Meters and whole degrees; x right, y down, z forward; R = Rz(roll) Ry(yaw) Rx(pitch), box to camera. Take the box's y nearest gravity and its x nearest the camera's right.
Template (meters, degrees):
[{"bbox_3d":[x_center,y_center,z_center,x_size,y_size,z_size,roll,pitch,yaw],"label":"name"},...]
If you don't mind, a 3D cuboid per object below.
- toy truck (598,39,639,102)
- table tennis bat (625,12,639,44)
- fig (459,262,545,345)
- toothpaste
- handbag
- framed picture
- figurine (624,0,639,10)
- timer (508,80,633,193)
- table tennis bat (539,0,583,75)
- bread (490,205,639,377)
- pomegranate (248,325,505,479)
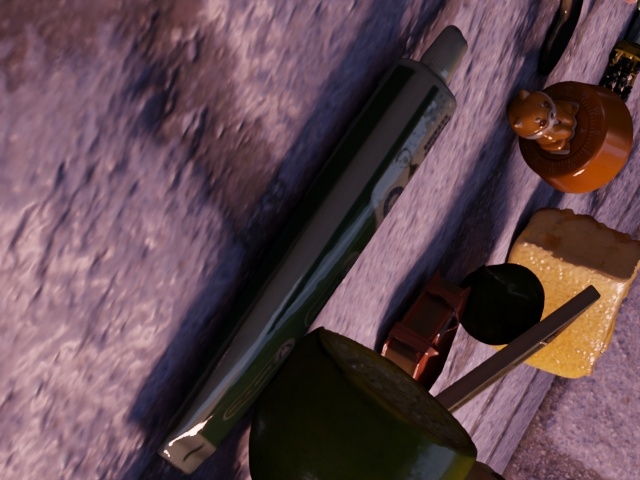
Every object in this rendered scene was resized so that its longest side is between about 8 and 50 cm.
[{"bbox_3d":[0.447,-0.253,1.868,0.054,0.049,0.083,-45,157,-47],"label":"toy truck"},{"bbox_3d":[0.518,-0.373,1.916,0.244,0.040,0.153,-64,164,18],"label":"table tennis bat"},{"bbox_3d":[0.221,0.075,1.604,0.117,0.117,0.177,-61,162,-3],"label":"fig"},{"bbox_3d":[0.000,0.000,0.940,0.392,0.061,0.099,-56,162,-11],"label":"toothpaste"},{"bbox_3d":[0.108,0.133,1.454,0.127,0.062,0.190,-51,163,-33],"label":"handbag"},{"bbox_3d":[0.214,0.163,1.573,0.247,0.022,0.335,-35,168,-6],"label":"framed picture"},{"bbox_3d":[0.464,-0.365,1.668,0.145,0.114,0.178,-69,170,25],"label":"figurine"},{"bbox_3d":[0.264,-0.131,1.448,0.152,0.132,0.132,15,103,-49],"label":"timer"},{"bbox_3d":[0.276,-0.247,1.440,0.095,0.014,0.158,-55,163,-20],"label":"table tennis bat"},{"bbox_3d":[0.364,0.079,1.907,0.114,0.184,0.275,-58,163,-35],"label":"bread"},{"bbox_3d":[0.040,0.192,1.093,0.241,0.190,0.159,25,103,-44],"label":"pomegranate"}]
